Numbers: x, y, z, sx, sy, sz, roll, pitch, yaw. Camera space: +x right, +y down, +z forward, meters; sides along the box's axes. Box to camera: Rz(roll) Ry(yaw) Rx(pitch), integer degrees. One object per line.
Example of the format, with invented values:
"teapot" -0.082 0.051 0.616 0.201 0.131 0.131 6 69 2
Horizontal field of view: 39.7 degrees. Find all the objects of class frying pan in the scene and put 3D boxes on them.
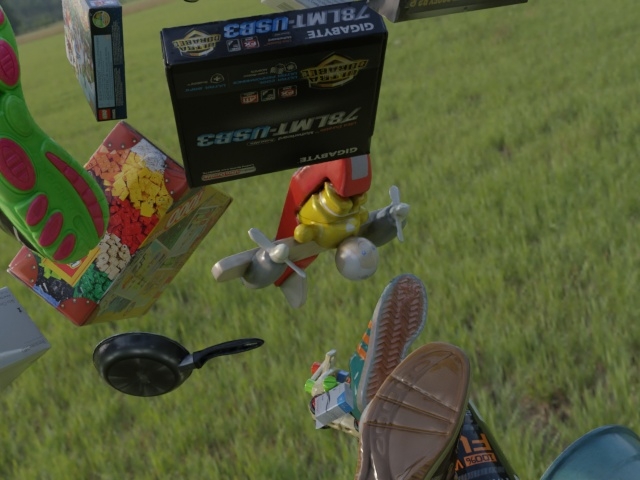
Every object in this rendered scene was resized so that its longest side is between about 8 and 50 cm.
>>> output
"frying pan" -0.283 0.253 1.737 0.326 0.197 0.053 6 47 -7

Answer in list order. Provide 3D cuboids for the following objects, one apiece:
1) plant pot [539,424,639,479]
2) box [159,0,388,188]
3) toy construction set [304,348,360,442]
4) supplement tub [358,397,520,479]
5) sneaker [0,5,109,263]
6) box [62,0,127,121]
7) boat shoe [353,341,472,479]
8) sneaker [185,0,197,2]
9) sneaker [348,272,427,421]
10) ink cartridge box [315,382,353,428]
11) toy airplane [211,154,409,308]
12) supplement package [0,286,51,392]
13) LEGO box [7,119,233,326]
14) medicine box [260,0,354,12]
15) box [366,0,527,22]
"plant pot" 0.614 0.581 1.668 0.341 0.341 0.334 -23 32 -22
"box" -0.064 -0.201 1.264 0.295 0.073 0.293 -10 -29 -8
"toy construction set" 0.097 0.315 1.852 0.327 0.151 0.215 8 52 34
"supplement tub" 0.200 0.376 1.367 0.193 0.194 0.316 -19 48 -12
"sneaker" -0.495 -0.167 1.271 0.202 0.483 0.185 0 33 42
"box" -0.321 -0.289 1.244 0.044 0.159 0.233 -10 36 -21
"boat shoe" 0.119 0.304 1.176 0.123 0.342 0.123 13 -14 30
"sneaker" -0.100 -0.342 0.982 0.182 0.127 0.315 -37 18 -3
"sneaker" 0.116 0.206 1.724 0.121 0.108 0.302 -28 37 61
"ink cartridge box" 0.017 0.294 1.572 0.083 0.028 0.048 -33 28 20
"toy airplane" 0.000 0.000 1.747 0.386 0.384 0.272 -45 61 -3
"supplement package" -0.647 0.219 1.549 0.204 0.145 0.262 -39 -4 20
"LEGO box" -0.409 -0.023 1.944 0.373 0.193 0.500 -53 -4 1
"medicine box" 0.019 -0.587 1.794 0.149 0.289 0.263 27 4 -14
"box" 0.173 -0.359 1.027 0.231 0.183 0.056 -18 47 -33
